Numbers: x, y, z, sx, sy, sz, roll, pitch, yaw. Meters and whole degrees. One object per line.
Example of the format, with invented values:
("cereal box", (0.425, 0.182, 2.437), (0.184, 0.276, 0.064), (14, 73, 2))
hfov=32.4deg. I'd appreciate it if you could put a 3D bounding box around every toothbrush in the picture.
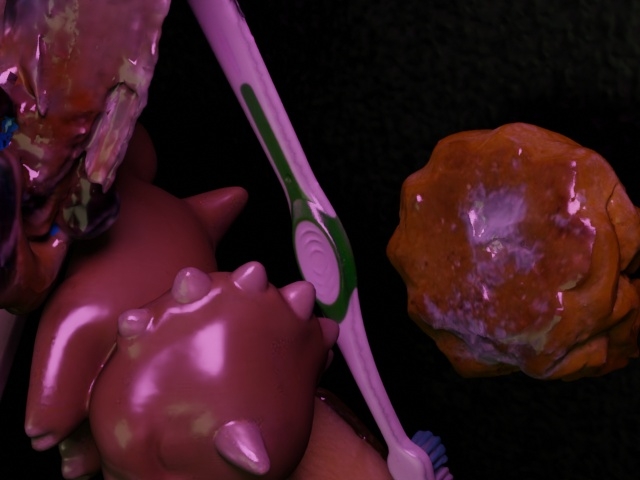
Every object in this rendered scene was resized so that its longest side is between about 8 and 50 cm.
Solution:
("toothbrush", (-0.003, 0.002, 0.711), (0.042, 0.040, 0.418), (-19, 101, 39))

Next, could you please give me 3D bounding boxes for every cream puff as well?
("cream puff", (0.118, 0.010, 0.604), (0.146, 0.116, 0.146), (-8, 77, 36))

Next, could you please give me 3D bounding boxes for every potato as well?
("potato", (-0.006, 0.168, 0.752), (0.096, 0.103, 0.066), (46, 125, 8))

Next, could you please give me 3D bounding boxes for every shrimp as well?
("shrimp", (-0.162, -0.181, 0.612), (0.221, 0.110, 0.445), (5, 89, 24))

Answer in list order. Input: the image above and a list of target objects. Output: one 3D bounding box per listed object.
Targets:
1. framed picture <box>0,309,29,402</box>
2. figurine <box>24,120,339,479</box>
("framed picture", (-0.290, -0.024, 0.774), (0.247, 0.022, 0.335), (16, 86, 22))
("figurine", (-0.073, 0.058, 0.691), (0.173, 0.247, 0.177), (-1, 129, 5))
